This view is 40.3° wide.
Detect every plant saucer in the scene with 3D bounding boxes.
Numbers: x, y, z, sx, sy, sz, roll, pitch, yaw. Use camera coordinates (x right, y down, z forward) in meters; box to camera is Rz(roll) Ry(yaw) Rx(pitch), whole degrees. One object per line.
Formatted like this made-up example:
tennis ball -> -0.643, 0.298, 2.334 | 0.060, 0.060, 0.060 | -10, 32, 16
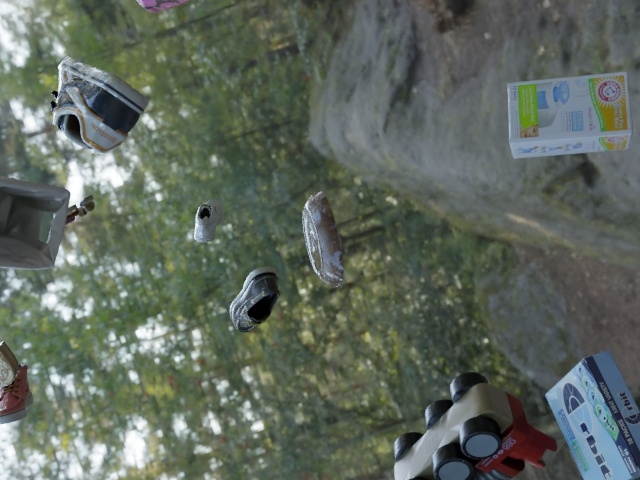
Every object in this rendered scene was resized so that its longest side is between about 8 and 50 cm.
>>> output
plant saucer -> 0.000, 0.000, 1.683 | 0.198, 0.036, 0.199 | 167, 90, -79

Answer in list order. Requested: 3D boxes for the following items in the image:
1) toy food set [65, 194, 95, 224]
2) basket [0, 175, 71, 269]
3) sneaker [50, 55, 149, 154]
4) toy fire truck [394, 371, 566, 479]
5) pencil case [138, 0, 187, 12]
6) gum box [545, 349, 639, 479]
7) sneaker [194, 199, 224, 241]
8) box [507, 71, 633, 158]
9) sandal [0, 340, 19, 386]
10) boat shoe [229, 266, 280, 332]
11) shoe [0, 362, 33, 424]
toy food set -> -0.452, -0.052, 1.620 | 0.019, 0.078, 0.122 | 60, 166, -4
basket -> -0.423, -0.032, 1.118 | 0.167, 0.103, 0.113 | 9, -83, -62
sneaker -> -0.403, -0.232, 1.502 | 0.126, 0.127, 0.321 | 34, 178, -30
toy fire truck -> 0.256, 0.321, 1.281 | 0.246, 0.217, 0.158 | 28, -152, -17
pencil case -> -0.247, -0.473, 1.534 | 0.095, 0.209, 0.098 | 33, -115, -41
gum box -> 0.378, 0.251, 1.180 | 0.184, 0.041, 0.157 | 94, 158, -65
sneaker -> -0.240, -0.056, 1.895 | 0.152, 0.053, 0.061 | -86, -3, -60
box -> 0.433, -0.216, 1.522 | 0.103, 0.203, 0.114 | 33, -124, -71
sandal -> -0.565, 0.149, 1.354 | 0.240, 0.088, 0.079 | 56, -162, -22
boat shoe -> -0.147, 0.148, 1.945 | 0.228, 0.081, 0.069 | 116, 141, -49
shoe -> -0.569, 0.278, 1.600 | 0.178, 0.063, 0.081 | -152, 53, -81
